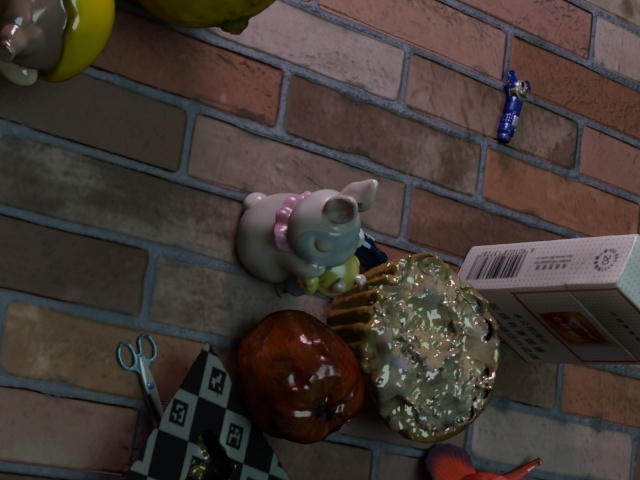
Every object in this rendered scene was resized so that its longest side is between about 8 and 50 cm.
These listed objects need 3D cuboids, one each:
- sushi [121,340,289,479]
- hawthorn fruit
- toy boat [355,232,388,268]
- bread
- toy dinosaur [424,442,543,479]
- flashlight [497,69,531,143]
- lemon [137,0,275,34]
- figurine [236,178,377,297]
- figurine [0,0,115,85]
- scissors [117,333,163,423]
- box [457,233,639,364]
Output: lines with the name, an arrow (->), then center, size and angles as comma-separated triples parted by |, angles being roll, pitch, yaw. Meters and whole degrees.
sushi -> -0.167, 0.332, 1.762 | 0.294, 0.059, 0.292 | -57, 132, -37
hawthorn fruit -> -0.032, 0.178, 1.827 | 0.173, 0.173, 0.179 | -33, 70, -37
toy boat -> 0.066, 0.008, 2.011 | 0.083, 0.038, 0.038 | 46, 60, -27
bread -> 0.131, 0.152, 1.969 | 0.274, 0.149, 0.274 | 8, 78, -40
toy dinosaur -> 0.228, 0.351, 2.096 | 0.139, 0.070, 0.286 | 43, 34, 11
flashlight -> 0.309, -0.212, 2.228 | 0.057, 0.035, 0.121 | 31, 67, -34
lemon -> -0.147, -0.407, 1.741 | 0.260, 0.260, 0.284 | 3, 98, -39
figurine -> 0.000, 0.000, 1.825 | 0.127, 0.235, 0.155 | -18, 97, -39
figurine -> -0.385, -0.239, 1.565 | 0.215, 0.187, 0.343 | 53, 53, -9
scissors -> -0.219, 0.180, 1.772 | 0.058, 0.014, 0.119 | -23, 97, -37
box -> 0.384, 0.093, 2.067 | 0.210, 0.330, 0.095 | 42, 62, -28
